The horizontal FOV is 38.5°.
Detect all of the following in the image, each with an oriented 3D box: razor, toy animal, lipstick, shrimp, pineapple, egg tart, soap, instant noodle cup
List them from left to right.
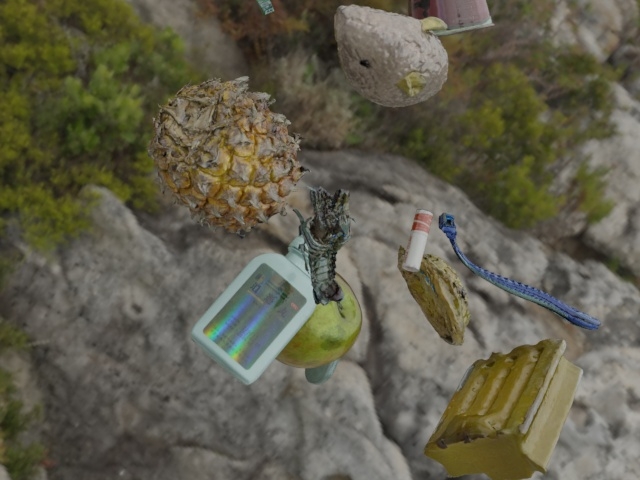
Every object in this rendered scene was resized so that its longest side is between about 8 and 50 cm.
[{"bbox_3d":[-0.219,-0.206,2.096,0.300,0.352,0.352,52,9,-52],"label":"pineapple"},{"bbox_3d":[-0.002,-0.002,1.138,0.082,0.174,0.076,-13,38,-21],"label":"shrimp"},{"bbox_3d":[0.164,-0.385,1.989,0.226,0.188,0.358,16,-3,22],"label":"toy animal"},{"bbox_3d":[0.206,0.000,1.939,0.038,0.038,0.131,24,73,-26],"label":"lipstick"},{"bbox_3d":[0.294,0.120,2.263,0.291,0.107,0.291,58,-9,14],"label":"egg tart"},{"bbox_3d":[0.324,-0.618,2.362,0.235,0.234,0.179,-31,114,-60],"label":"instant noodle cup"},{"bbox_3d":[0.369,0.342,1.848,0.143,0.259,0.281,52,48,-15],"label":"soap"},{"bbox_3d":[0.325,0.067,1.542,0.324,0.056,0.093,34,14,-2],"label":"razor"}]

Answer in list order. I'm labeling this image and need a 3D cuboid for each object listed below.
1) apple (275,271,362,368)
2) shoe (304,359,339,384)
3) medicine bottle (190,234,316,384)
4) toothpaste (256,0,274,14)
[{"bbox_3d":[-0.021,0.134,1.656,0.196,0.196,0.196,28,31,-19],"label":"apple"},{"bbox_3d":[0.032,0.241,2.054,0.078,0.079,0.195,41,56,-41],"label":"shoe"},{"bbox_3d":[-0.077,0.093,1.356,0.121,0.229,0.083,40,-14,3],"label":"medicine bottle"},{"bbox_3d":[-0.099,-0.412,1.570,0.083,0.020,0.017,-114,-178,-50],"label":"toothpaste"}]
